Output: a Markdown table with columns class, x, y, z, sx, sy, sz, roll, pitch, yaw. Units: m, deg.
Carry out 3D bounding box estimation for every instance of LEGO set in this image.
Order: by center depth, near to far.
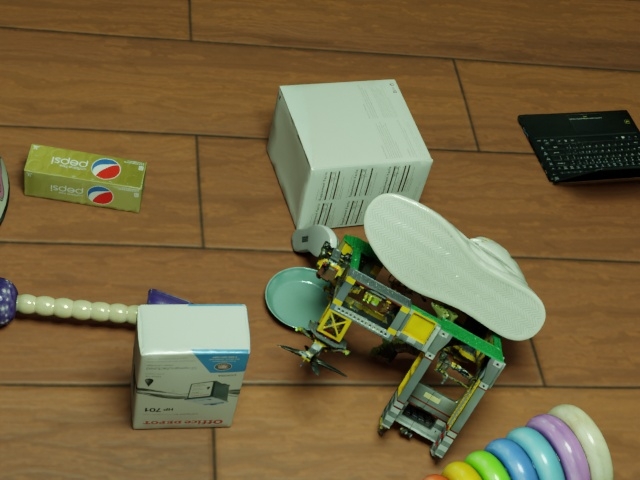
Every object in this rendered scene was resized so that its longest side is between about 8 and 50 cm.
| class | x | y | z | sx | sy | sz | roll | pitch | yaw |
| --- | --- | --- | --- | --- | --- | --- | --- | --- | --- |
| LEGO set | 0.102 | 0.157 | 1.589 | 0.331 | 0.192 | 0.255 | 27 | 16 | -11 |

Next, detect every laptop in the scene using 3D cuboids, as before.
| class | x | y | z | sx | sy | sz | roll | pitch | yaw |
| --- | --- | --- | --- | --- | --- | --- | --- | --- | --- |
| laptop | 0.515 | -0.178 | 1.983 | 0.234 | 0.136 | 0.264 | -4 | 50 | -17 |

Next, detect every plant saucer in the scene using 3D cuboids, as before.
| class | x | y | z | sx | sy | sz | roll | pitch | yaw |
| --- | --- | --- | --- | --- | --- | --- | --- | --- | --- |
| plant saucer | -0.025 | 0.092 | 1.689 | 0.119 | 0.021 | 0.119 | 6 | 48 | -7 |

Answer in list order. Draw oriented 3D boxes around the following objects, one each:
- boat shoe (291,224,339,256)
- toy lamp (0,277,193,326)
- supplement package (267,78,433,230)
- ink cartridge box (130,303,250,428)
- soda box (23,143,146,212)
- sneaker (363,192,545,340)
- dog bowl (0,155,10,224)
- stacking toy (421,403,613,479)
| class | x | y | z | sx | sy | sz | roll | pitch | yaw |
| --- | --- | --- | --- | --- | --- | --- | --- | --- | --- |
| boat shoe | 0.000 | 0.000 | 1.715 | 0.040 | 0.142 | 0.049 | 4 | 91 | -24 |
| toy lamp | -0.316 | 0.099 | 1.576 | 0.274 | 0.080 | 0.080 | 5 | 48 | -9 |
| supplement package | 0.042 | -0.140 | 1.824 | 0.203 | 0.149 | 0.194 | -6 | 51 | -18 |
| ink cartridge box | -0.174 | 0.167 | 1.472 | 0.139 | 0.191 | 0.082 | 0 | 50 | -13 |
| soda box | -0.365 | -0.096 | 1.749 | 0.181 | 0.058 | 0.061 | 8 | 48 | -6 |
| sneaker | 0.182 | 0.025 | 1.614 | 0.292 | 0.108 | 0.169 | 37 | 12 | -7 |
| dog bowl | -0.664 | -0.118 | 1.636 | 0.408 | 0.150 | 0.408 | 7 | 49 | -8 |
| stacking toy | 0.212 | 0.326 | 1.476 | 0.330 | 0.141 | 0.141 | -15 | 54 | -18 |
